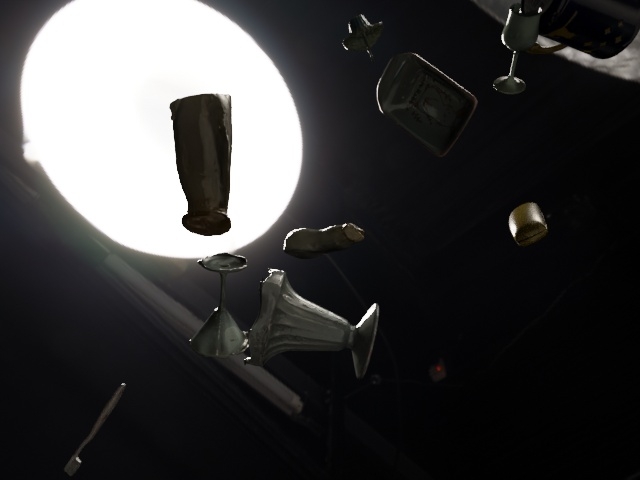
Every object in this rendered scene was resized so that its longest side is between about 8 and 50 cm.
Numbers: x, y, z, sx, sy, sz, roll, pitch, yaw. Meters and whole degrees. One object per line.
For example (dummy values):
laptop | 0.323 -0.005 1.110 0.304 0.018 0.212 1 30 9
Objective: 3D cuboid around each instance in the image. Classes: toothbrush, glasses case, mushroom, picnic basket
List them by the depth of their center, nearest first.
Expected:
picnic basket | 0.085 -0.386 1.049 0.083 0.083 0.065 66 -174 11
glasses case | 0.483 -0.040 1.283 0.064 0.079 0.234 60 -157 -5
mushroom | -0.291 -0.210 1.373 0.154 0.138 0.406 29 -128 -57
toothbrush | -0.581 0.492 1.420 0.030 0.307 0.025 38 -169 16
mushroom | 0.002 0.001 1.790 0.109 0.352 0.097 37 -123 -37

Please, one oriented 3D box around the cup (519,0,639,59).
cup | 0.630 -0.550 1.402 0.257 0.255 0.178 7 -131 -24

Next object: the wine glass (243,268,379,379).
wine glass | -0.014 0.146 0.899 0.197 0.164 0.165 15 -155 2

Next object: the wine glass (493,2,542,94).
wine glass | 0.453 -0.441 1.264 0.195 0.079 0.079 85 169 -48

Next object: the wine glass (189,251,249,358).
wine glass | -0.245 0.156 1.358 0.156 0.232 0.156 5 -163 -2

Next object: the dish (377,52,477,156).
dish | 0.233 -0.312 1.211 0.234 0.154 0.064 43 -139 18
